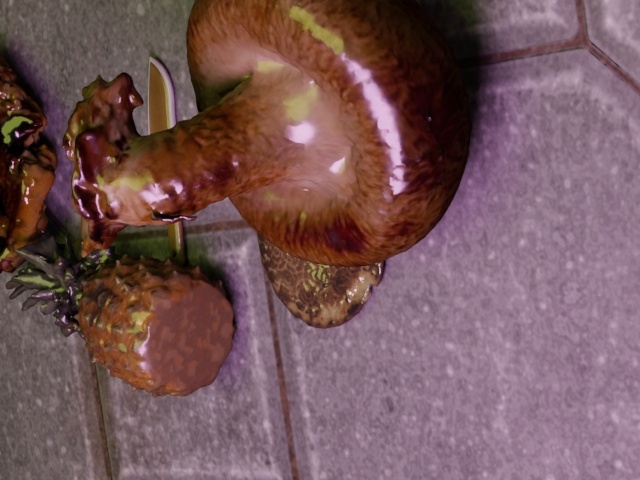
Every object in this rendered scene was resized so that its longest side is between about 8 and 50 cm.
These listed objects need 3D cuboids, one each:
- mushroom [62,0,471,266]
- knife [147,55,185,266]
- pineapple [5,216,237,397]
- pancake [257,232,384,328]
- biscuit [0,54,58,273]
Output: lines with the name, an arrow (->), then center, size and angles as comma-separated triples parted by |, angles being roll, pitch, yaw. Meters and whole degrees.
mushroom -> -0.038, -0.126, 1.777 | 0.334, 0.356, 0.331 | 18, 110, 36
knife -> -0.190, -0.094, 2.143 | 0.046, 0.022, 0.256 | 2, 98, 45
pineapple -> -0.257, 0.076, 2.158 | 0.340, 0.169, 0.169 | 18, 109, 45
pancake -> -0.001, 0.000, 1.993 | 0.199, 0.021, 0.199 | 8, 102, 40
biscuit -> -0.448, -0.115, 2.330 | 0.334, 0.081, 0.289 | 47, 125, 30
